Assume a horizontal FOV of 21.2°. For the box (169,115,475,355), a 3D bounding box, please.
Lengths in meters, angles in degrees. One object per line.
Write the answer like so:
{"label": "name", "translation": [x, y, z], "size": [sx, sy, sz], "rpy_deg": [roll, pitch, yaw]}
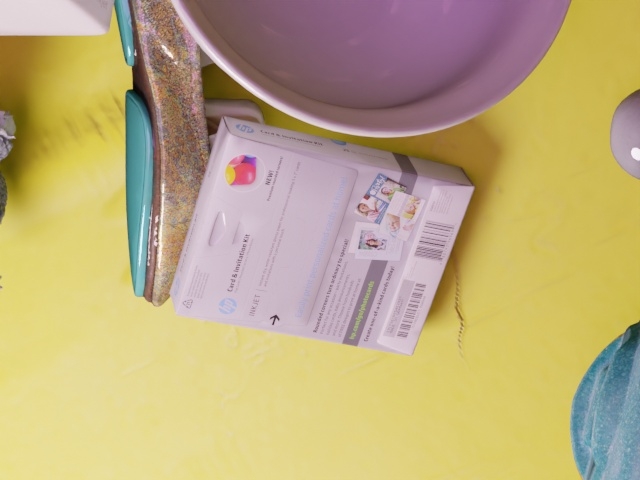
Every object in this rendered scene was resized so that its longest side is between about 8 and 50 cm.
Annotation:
{"label": "box", "translation": [0.000, 0.000, 1.231], "size": [0.186, 0.038, 0.145], "rpy_deg": [10, 113, -19]}

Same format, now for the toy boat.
{"label": "toy boat", "translation": [0.235, 0.057, 1.140], "size": [0.148, 0.267, 0.318], "rpy_deg": [15, 80, 8]}

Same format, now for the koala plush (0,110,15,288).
{"label": "koala plush", "translation": [-0.342, -0.040, 1.308], "size": [0.221, 0.203, 0.196], "rpy_deg": [14, 111, 1]}

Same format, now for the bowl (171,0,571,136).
{"label": "bowl", "translation": [0.010, -0.203, 1.127], "size": [0.298, 0.134, 0.298], "rpy_deg": [3, 83, -21]}

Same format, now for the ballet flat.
{"label": "ballet flat", "translation": [-0.095, -0.119, 1.240], "size": [0.123, 0.123, 0.348], "rpy_deg": [2, 108, 17]}

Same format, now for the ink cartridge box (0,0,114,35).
{"label": "ink cartridge box", "translation": [-0.208, -0.307, 1.073], "size": [0.131, 0.226, 0.306], "rpy_deg": [4, 77, 20]}
